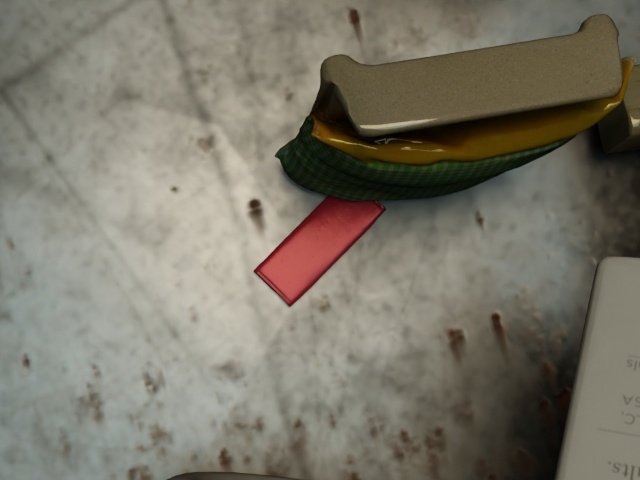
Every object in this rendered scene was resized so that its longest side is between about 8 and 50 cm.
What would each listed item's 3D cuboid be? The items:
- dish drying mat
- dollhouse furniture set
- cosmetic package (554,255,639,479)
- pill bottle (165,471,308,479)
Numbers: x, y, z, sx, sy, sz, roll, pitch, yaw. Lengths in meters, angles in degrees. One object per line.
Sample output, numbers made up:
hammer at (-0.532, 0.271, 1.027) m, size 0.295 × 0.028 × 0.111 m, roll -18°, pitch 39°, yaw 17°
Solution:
dish drying mat at (0.000, 0.000, 0.763) m, size 0.032 × 0.008 × 0.083 m, roll 45°, pitch 84°, yaw 1°
dollhouse furniture set at (0.142, -0.022, 0.676) m, size 0.301 × 0.197 × 0.151 m, roll -10°, pitch 81°, yaw -8°
cosmetic package at (0.163, 0.260, 0.546) m, size 0.161 × 0.230 × 0.453 m, roll 8°, pitch 59°, yaw 18°
pill bottle at (-0.012, 0.311, 0.631) m, size 0.210 × 0.210 × 0.363 m, roll 9°, pitch 84°, yaw -4°
